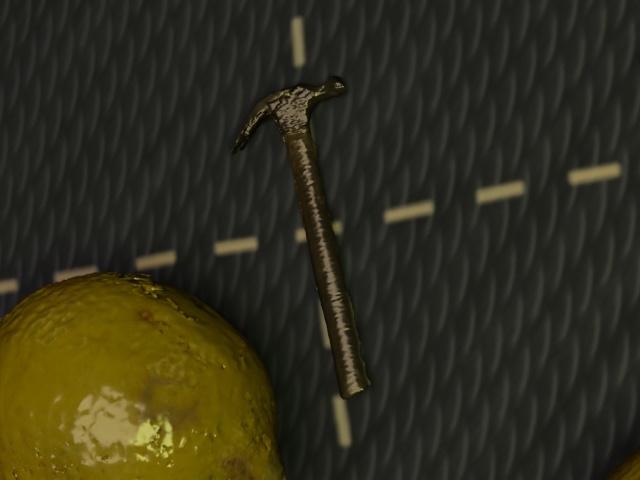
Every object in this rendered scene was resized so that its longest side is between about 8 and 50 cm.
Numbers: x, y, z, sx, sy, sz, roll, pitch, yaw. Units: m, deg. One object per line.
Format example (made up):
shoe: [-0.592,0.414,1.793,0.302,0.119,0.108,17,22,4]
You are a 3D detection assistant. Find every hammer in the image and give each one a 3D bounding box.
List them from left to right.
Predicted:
hammer: [0.000,0.000,1.438,0.125,0.027,0.297,-18,81,20]

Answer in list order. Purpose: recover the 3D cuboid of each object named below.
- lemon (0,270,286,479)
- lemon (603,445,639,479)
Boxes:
lemon: [-0.170,0.159,1.379,0.310,0.258,0.258,18,94,25]
lemon: [0.310,0.245,1.177,0.228,0.253,0.228,1,72,-4]
